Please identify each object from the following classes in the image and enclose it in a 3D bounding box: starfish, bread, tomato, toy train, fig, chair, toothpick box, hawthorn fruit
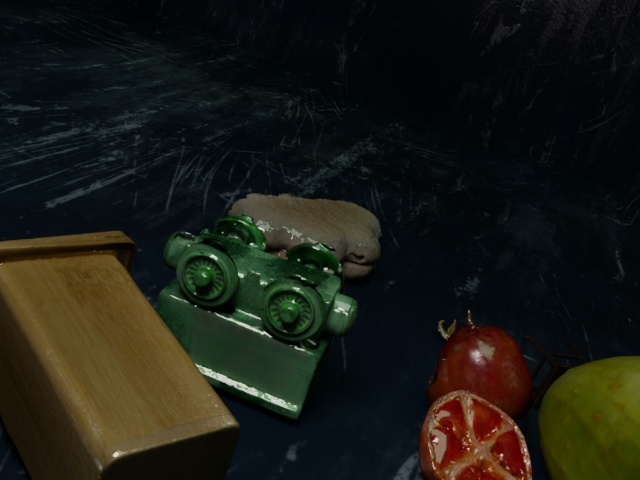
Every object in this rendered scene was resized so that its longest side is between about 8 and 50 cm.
[{"bbox_3d":[0.234,0.162,1.300,0.078,0.028,0.091,17,20,-18],"label":"starfish"},{"bbox_3d":[-0.003,0.003,1.391,0.337,0.102,0.183,-1,34,-42],"label":"bread"},{"bbox_3d":[0.181,0.267,0.961,0.155,0.069,0.156,15,48,-18],"label":"tomato"},{"bbox_3d":[-0.090,0.088,1.007,0.266,0.202,0.145,22,23,7],"label":"toy train"},{"bbox_3d":[0.397,0.259,0.939,0.258,0.258,0.326,10,8,-18],"label":"fig"},{"bbox_3d":[0.389,0.238,1.179,0.101,0.084,0.212,11,25,-25],"label":"chair"},{"bbox_3d":[-0.234,0.153,0.805,0.190,0.188,0.308,-4,36,-43],"label":"toothpick box"},{"bbox_3d":[0.218,0.181,1.076,0.148,0.172,0.148,-4,-2,0],"label":"hawthorn fruit"}]
